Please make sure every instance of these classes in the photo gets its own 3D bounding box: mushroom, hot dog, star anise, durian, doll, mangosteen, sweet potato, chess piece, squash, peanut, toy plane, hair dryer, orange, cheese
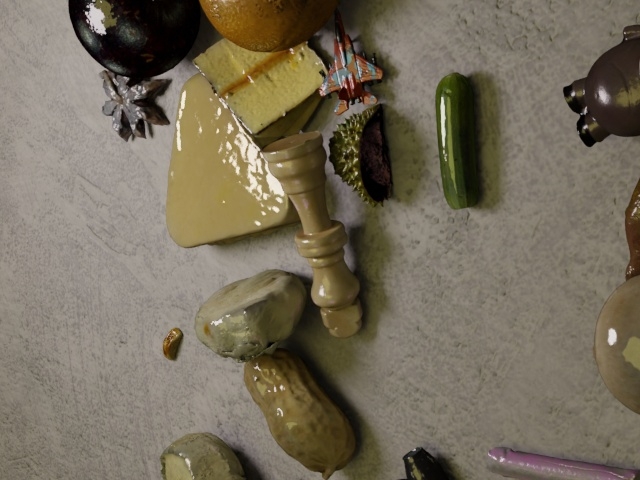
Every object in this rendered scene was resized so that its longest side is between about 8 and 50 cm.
[{"bbox_3d":[0.470,0.149,1.178,0.215,0.207,0.208,148,106,-74],"label":"mushroom"},{"bbox_3d":[-0.360,0.250,1.978,0.030,0.034,0.090,37,119,29],"label":"hot dog"},{"bbox_3d":[-0.455,-0.338,1.924,0.262,0.081,0.230,36,130,28],"label":"star anise"},{"bbox_3d":[0.054,-0.148,1.500,0.108,0.119,0.187,-2,98,36],"label":"durian"},{"bbox_3d":[0.464,-0.232,1.138,0.257,0.117,0.182,-29,74,42],"label":"doll"},{"bbox_3d":[-0.388,-0.472,1.724,0.288,0.288,0.288,9,103,39],"label":"mangosteen"},{"bbox_3d":[0.472,-0.019,1.205,0.068,0.068,0.226,21,112,36],"label":"sweet potato"},{"bbox_3d":[0.000,0.000,1.546,0.117,0.117,0.397,0,114,40],"label":"chess piece"},{"bbox_3d":[0.229,-0.165,1.385,0.066,0.066,0.229,0,99,40],"label":"squash"},{"bbox_3d":[-0.048,0.335,1.653,0.143,0.159,0.291,-37,69,-1],"label":"peanut"},{"bbox_3d":[0.049,-0.329,1.506,0.130,0.061,0.189,-12,79,28],"label":"toy plane"},{"bbox_3d":[0.172,0.496,1.568,0.219,0.075,0.196,-30,87,50],"label":"hair dryer"},{"bbox_3d":[-0.090,-0.468,1.466,0.274,0.274,0.275,9,103,39],"label":"orange"},{"bbox_3d":[-0.209,-0.118,1.737,0.383,0.104,0.384,9,104,39],"label":"cheese"}]

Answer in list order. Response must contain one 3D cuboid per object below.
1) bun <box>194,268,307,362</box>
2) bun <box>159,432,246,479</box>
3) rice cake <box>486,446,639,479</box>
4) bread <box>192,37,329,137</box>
[{"bbox_3d":[-0.130,0.156,1.649,0.239,0.239,0.141,-13,111,41],"label":"bun"},{"bbox_3d":[-0.250,0.552,1.862,0.259,0.152,0.260,34,134,44],"label":"bun"},{"bbox_3d":[0.396,0.380,1.352,0.269,0.049,0.055,1,84,41],"label":"rice cake"},{"bbox_3d":[-0.108,-0.336,1.591,0.240,0.135,0.178,52,126,23],"label":"bread"}]
